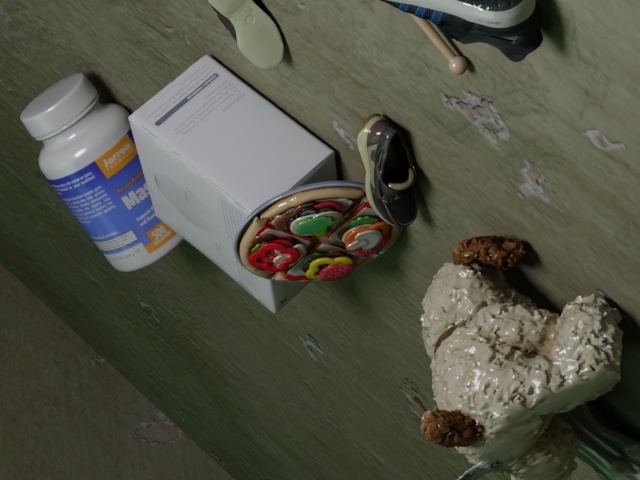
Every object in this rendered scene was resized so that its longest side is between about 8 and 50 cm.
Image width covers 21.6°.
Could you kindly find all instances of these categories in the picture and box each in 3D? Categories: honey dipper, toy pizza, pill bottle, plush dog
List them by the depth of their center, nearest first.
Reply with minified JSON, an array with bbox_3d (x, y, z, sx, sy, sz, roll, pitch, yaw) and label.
[{"bbox_3d":[0.084,-0.218,1.573,0.161,0.030,0.030,50,160,-11],"label":"honey dipper"},{"bbox_3d":[0.173,0.121,1.780,0.225,0.210,0.262,-111,26,-42],"label":"plush dog"},{"bbox_3d":[0.000,0.000,1.939,0.201,0.201,0.032,82,176,-58],"label":"toy pizza"},{"bbox_3d":[-0.309,-0.101,2.426,0.272,0.152,0.152,56,159,-23],"label":"pill bottle"}]

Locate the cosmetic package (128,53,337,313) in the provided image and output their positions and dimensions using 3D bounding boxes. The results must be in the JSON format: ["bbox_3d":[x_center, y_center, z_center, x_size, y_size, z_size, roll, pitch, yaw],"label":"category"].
[{"bbox_3d":[-0.097,-0.068,2.068,0.224,0.138,0.224,40,159,24],"label":"cosmetic package"}]

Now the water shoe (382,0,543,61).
[{"bbox_3d":[0.107,-0.208,1.479,0.203,0.073,0.080,29,156,43],"label":"water shoe"}]

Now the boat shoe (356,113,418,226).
[{"bbox_3d":[0.079,-0.068,1.827,0.049,0.056,0.152,35,157,44],"label":"boat shoe"}]

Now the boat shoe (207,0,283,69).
[{"bbox_3d":[-0.084,-0.246,1.852,0.133,0.049,0.042,51,-171,-29],"label":"boat shoe"}]

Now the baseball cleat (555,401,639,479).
[{"bbox_3d":[0.297,0.224,1.905,0.206,0.072,0.109,44,167,22],"label":"baseball cleat"}]
